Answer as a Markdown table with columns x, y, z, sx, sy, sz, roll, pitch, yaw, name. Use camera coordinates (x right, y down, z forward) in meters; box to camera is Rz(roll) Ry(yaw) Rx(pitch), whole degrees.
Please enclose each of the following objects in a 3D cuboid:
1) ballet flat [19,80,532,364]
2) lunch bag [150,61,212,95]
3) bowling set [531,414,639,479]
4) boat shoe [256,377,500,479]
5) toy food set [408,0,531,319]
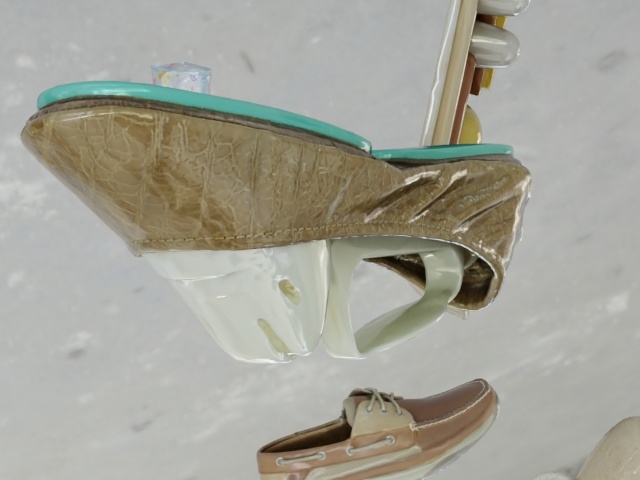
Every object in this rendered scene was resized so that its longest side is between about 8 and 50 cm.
| x | y | z | sx | sy | sz | roll | pitch | yaw | name |
| --- | --- | --- | --- | --- | --- | --- | --- | --- | --- |
| 0.000 | 0.000 | 0.617 | 0.116 | 0.124 | 0.342 | -2 | 177 | 37 | ballet flat |
| -0.136 | -0.141 | 1.213 | 0.053 | 0.083 | 0.071 | -12 | 110 | -30 | lunch bag |
| 0.157 | 0.226 | 0.475 | 0.200 | 0.287 | 0.154 | -20 | 146 | -52 | bowling set |
| 0.070 | 0.244 | 1.504 | 0.324 | 0.116 | 0.123 | -25 | -170 | -8 | boat shoe |
| 0.139 | -0.099 | 0.985 | 0.092 | 0.306 | 0.220 | 13 | -173 | 8 | toy food set |
